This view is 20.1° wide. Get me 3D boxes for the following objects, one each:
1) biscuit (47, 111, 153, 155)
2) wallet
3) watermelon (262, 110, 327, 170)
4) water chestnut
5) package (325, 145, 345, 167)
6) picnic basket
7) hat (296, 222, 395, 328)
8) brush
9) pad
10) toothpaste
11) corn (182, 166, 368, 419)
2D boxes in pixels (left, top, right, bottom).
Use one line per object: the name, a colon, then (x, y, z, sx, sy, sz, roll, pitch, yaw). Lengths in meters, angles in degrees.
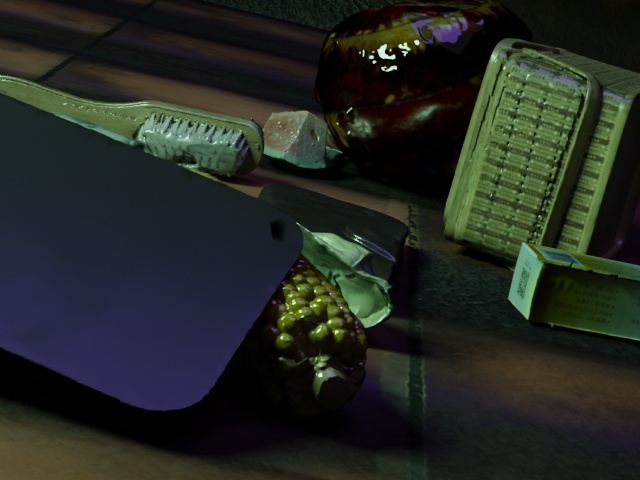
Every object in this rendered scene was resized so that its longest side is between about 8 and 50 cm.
biscuit: (-0.282, -0.073, 1.707, 0.186, 0.079, 0.309, 23, 16, 30)
wallet: (0.000, 0.000, 1.768, 0.165, 0.042, 0.309, 13, 13, 4)
watermelon: (-0.035, -0.119, 2.170, 0.085, 0.072, 0.092, -1, 14, 16)
water chestnut: (0.139, -0.168, 2.226, 0.300, 0.300, 0.300, 13, 13, -3)
package: (0.009, -0.105, 2.269, 0.037, 0.015, 0.110, 15, 12, 8)
picnic basket: (0.261, -0.095, 2.014, 0.175, 0.228, 0.313, 19, 14, 15)
hat: (-0.030, 0.039, 1.546, 0.166, 0.081, 0.122, -6, 59, -17)
brush: (-0.227, -0.127, 2.037, 0.328, 0.070, 0.065, 13, 23, 3)
pad: (-0.231, 0.023, 1.285, 0.375, 0.063, 0.315, 23, 40, 10)
toothpaste: (0.347, 0.066, 1.778, 0.313, 0.071, 0.089, 11, 11, -11)
corn: (-0.055, 0.032, 1.394, 0.097, 0.097, 0.320, 6, 24, -31)
